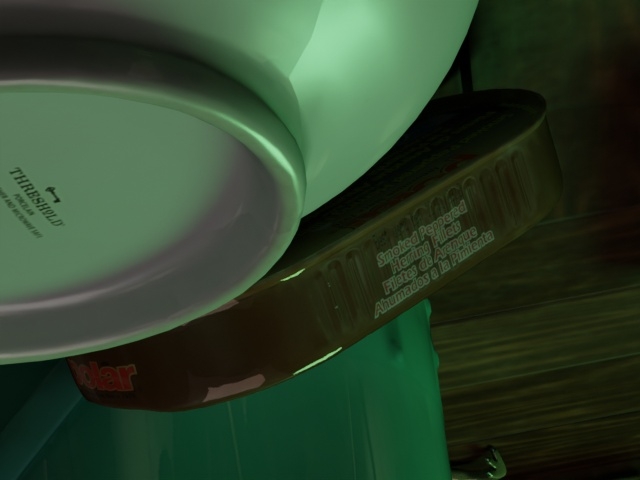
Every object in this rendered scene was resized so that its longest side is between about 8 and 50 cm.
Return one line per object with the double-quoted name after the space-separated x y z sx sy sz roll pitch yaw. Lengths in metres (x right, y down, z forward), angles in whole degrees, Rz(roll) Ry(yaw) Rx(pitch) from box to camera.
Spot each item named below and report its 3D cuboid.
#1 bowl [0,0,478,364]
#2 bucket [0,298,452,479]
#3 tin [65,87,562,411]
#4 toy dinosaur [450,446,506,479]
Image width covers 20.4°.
-0.082 -0.057 0.441 0.298 0.134 0.298 -8 153 -4 "bowl"
-0.071 0.107 0.711 0.281 0.183 0.281 -8 152 -4 "bucket"
0.000 0.000 0.571 0.190 0.040 0.106 -30 -165 -36 "tin"
0.060 0.148 1.001 0.092 0.053 0.183 -8 150 32 "toy dinosaur"
